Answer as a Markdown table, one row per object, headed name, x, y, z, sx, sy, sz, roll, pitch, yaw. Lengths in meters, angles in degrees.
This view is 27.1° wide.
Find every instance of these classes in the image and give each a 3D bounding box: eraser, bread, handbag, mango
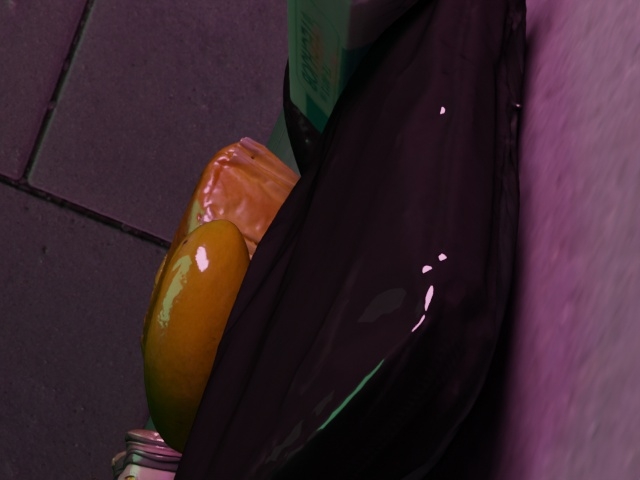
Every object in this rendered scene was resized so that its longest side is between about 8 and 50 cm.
| name | x | y | z | sx | sy | sz | roll | pitch | yaw |
| --- | --- | --- | --- | --- | --- | --- | --- | --- | --- |
| eraser | 0.034 | -0.123 | 0.652 | 0.095 | 0.052 | 0.225 | -38 | -12 | -11 |
| bread | -0.097 | 0.033 | 1.304 | 0.152 | 0.119 | 0.288 | -67 | 4 | -33 |
| handbag | 0.018 | 0.010 | 0.515 | 0.191 | 0.075 | 0.332 | -58 | 6 | 33 |
| mango | -0.091 | 0.083 | 1.006 | 0.122 | 0.086 | 0.191 | -53 | -33 | -46 |

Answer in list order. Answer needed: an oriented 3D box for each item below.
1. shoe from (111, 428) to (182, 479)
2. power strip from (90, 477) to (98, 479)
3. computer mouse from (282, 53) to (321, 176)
| name | x | y | z | sx | sy | sz | roll | pitch | yaw |
| --- | --- | --- | --- | --- | --- | --- | --- | --- | --- |
| shoe | -0.149 | 0.236 | 1.201 | 0.180 | 0.089 | 0.092 | 119 | 160 | -63 |
| power strip | -0.165 | 0.328 | 0.924 | 0.257 | 0.092 | 0.251 | -105 | 29 | -79 |
| computer mouse | 0.023 | -0.161 | 1.122 | 0.264 | 0.088 | 0.147 | -65 | 8 | 0 |
